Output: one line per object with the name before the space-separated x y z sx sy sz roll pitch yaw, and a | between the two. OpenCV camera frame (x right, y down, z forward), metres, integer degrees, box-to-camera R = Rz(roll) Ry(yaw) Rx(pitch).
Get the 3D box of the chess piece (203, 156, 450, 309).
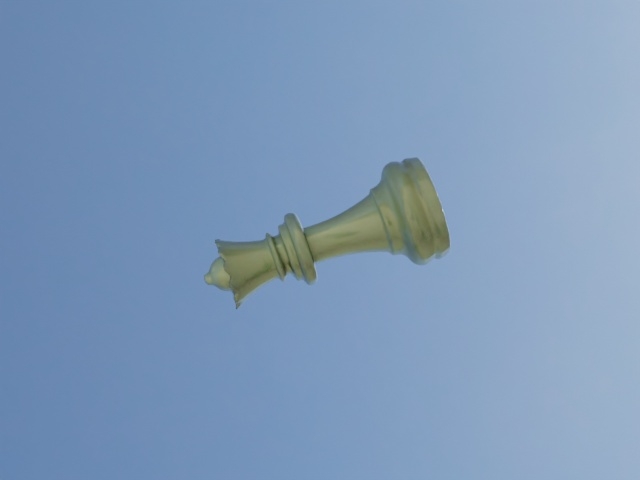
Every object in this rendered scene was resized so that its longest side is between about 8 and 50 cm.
chess piece | 0.000 0.000 0.644 0.093 0.042 0.042 -17 -58 -2
